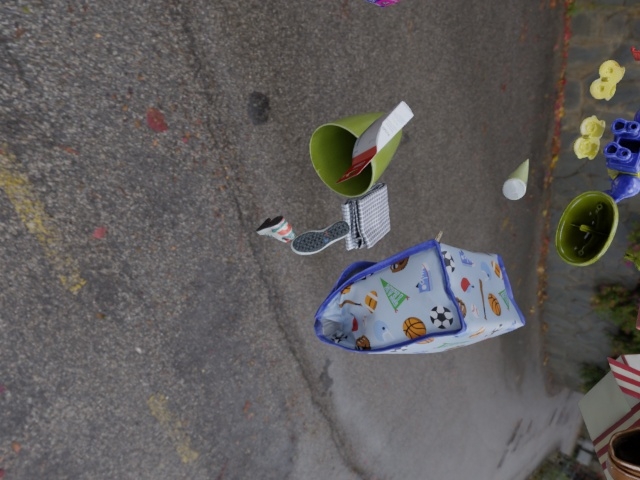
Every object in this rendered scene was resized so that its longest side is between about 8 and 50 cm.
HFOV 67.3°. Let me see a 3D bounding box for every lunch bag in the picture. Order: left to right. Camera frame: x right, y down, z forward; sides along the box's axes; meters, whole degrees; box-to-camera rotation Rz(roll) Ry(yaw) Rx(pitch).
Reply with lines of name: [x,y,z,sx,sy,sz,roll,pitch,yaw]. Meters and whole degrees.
lunch bag: [0.218,0.158,1.150,0.328,0.385,0.238,10,60,-44]

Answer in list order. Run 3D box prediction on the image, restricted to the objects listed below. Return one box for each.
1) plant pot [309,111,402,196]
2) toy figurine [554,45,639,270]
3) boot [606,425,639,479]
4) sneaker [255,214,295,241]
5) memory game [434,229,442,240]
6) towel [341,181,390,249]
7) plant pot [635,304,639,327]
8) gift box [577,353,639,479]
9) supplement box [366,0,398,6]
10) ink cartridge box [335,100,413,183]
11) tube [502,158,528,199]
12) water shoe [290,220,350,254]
plant pot: [0.159,-0.343,1.721,0.293,0.275,0.274,-39,139,-35]
toy figurine: [0.555,-0.118,0.820,0.217,0.191,0.362,4,101,-50]
boot: [0.541,0.293,0.644,0.220,0.284,0.109,47,42,-40]
sneaker: [-0.122,-0.022,1.330,0.075,0.161,0.057,48,67,-16]
memory game: [0.339,0.051,1.517,0.186,0.012,0.186,-55,163,-26]
towel: [0.210,-0.110,2.104,0.284,0.121,0.235,-37,127,-51]
plant pot: [1.088,0.153,1.408,0.275,0.275,0.243,27,69,-58]
gift box: [0.651,0.331,0.889,0.258,0.255,0.276,90,-8,-51]
supplement box: [0.169,-0.591,1.020,0.111,0.220,0.113,-2,98,-34]
ink cartridge box: [0.130,-0.264,1.322,0.232,0.189,0.066,-43,100,-14]
tube: [0.582,-0.179,1.426,0.240,0.070,0.062,-37,105,-57]
water shoe: [0.000,0.000,1.542,0.203,0.072,0.080,-19,171,-14]
